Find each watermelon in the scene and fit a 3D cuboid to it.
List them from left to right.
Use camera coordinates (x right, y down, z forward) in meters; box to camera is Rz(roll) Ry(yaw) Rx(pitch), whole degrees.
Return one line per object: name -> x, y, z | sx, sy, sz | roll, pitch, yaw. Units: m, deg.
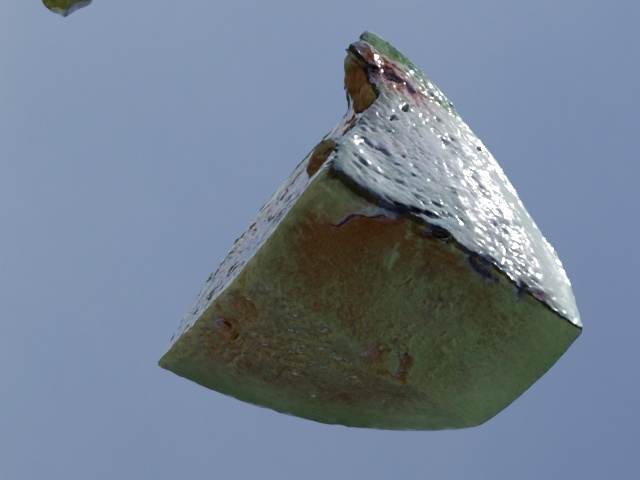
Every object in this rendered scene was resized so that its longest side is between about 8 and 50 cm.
watermelon -> 0.000, 0.000, 1.192 | 0.289, 0.214, 0.320 | -24, -118, 10

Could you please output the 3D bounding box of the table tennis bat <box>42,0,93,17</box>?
table tennis bat -> -0.263, -0.378, 1.533 | 0.224, 0.054, 0.369 | 140, -65, -74
